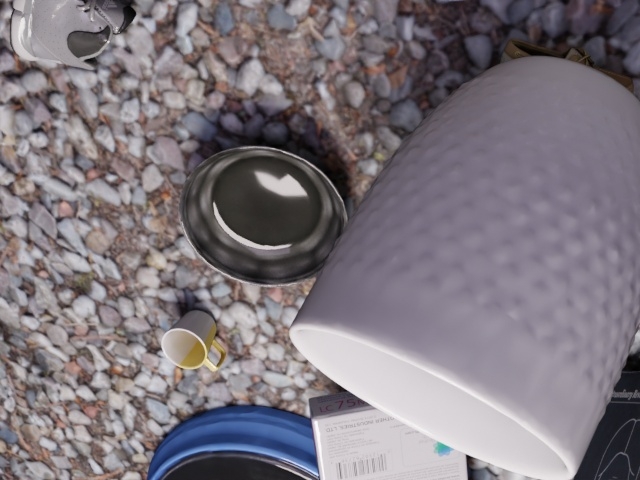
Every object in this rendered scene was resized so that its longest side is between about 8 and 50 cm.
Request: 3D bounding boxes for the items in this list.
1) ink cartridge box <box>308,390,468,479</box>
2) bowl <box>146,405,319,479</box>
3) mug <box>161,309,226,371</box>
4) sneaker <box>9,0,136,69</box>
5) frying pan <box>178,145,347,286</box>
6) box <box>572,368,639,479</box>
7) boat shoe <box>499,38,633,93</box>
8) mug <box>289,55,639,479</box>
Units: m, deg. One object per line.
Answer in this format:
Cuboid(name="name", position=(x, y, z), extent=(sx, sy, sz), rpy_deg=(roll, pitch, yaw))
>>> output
Cuboid(name="ink cartridge box", position=(0.095, 0.331, 1.149), extent=(0.185, 0.065, 0.311), rpy_deg=(-9, 107, -6))
Cuboid(name="bowl", position=(-0.077, 0.415, 1.299), extent=(0.391, 0.077, 0.391), rpy_deg=(7, 120, 13))
Cuboid(name="mug", position=(-0.163, 0.129, 1.172), extent=(0.062, 0.064, 0.078), rpy_deg=(-6, 117, 20))
Cuboid(name="sneaker", position=(-0.257, -0.284, 0.969), extent=(0.132, 0.086, 0.229), rpy_deg=(18, 132, 1))
Cuboid(name="frying pan", position=(-0.001, -0.024, 1.044), extent=(0.326, 0.053, 0.197), rpy_deg=(5, 126, 3))
Cuboid(name="box", position=(0.364, 0.343, 0.893), extent=(0.211, 0.293, 0.396), rpy_deg=(22, 82, 4))
Cuboid(name="boat shoe", position=(0.243, -0.167, 0.892), extent=(0.135, 0.050, 0.045), rpy_deg=(12, 126, 10))
Cuboid(name="mug", position=(0.185, 0.032, 0.873), extent=(0.276, 0.328, 0.374), rpy_deg=(19, 160, 32))
